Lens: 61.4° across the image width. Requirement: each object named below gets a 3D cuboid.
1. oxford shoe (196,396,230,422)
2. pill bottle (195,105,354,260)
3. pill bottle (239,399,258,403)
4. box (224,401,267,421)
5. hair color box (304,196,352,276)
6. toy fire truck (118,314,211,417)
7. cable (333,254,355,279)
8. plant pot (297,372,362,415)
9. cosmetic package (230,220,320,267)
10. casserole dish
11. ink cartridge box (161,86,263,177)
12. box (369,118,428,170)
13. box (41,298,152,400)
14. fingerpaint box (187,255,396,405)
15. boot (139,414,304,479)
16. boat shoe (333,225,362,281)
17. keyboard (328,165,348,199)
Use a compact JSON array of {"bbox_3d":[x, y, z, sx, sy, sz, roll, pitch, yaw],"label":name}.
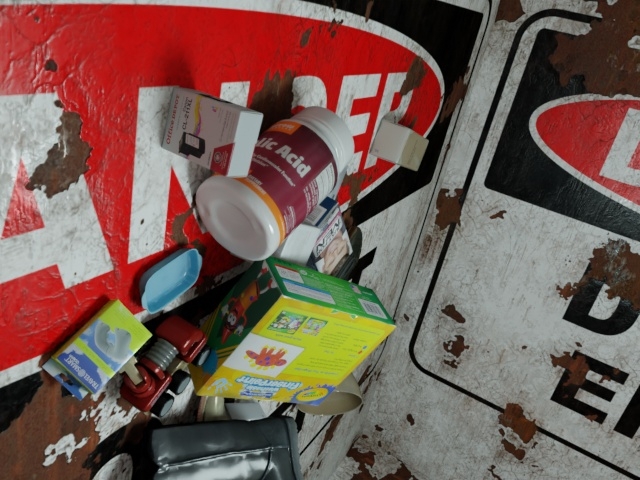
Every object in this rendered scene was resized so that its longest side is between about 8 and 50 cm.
[{"bbox_3d":[-0.283,0.596,1.639,0.140,0.147,0.396,-70,159,-67],"label":"oxford shoe"},{"bbox_3d":[-0.093,-0.153,1.306,0.392,0.224,0.224,-49,152,-37],"label":"pill bottle"},{"bbox_3d":[-0.247,0.598,1.916,0.067,0.067,0.120,-52,154,-31],"label":"pill bottle"},{"bbox_3d":[-0.270,0.639,1.804,0.130,0.091,0.170,9,108,-31],"label":"box"},{"bbox_3d":[0.000,0.000,1.804,0.174,0.105,0.347,-51,155,-15],"label":"hair color box"},{"bbox_3d":[-0.377,0.249,1.204,0.217,0.159,0.246,-54,165,-27],"label":"toy fire truck"},{"bbox_3d":[0.023,0.159,1.860,0.287,0.072,0.139,-62,159,-12],"label":"cable"},{"bbox_3d":[0.034,0.633,2.384,0.284,0.284,0.190,82,2,-52],"label":"plant pot"},{"bbox_3d":[-0.121,0.000,1.489,0.184,0.151,0.151,11,103,-66],"label":"cosmetic package"},{"bbox_3d":[-0.345,0.085,1.223,0.188,0.037,0.114,-42,148,-46],"label":"casserole dish"},{"bbox_3d":[-0.212,-0.210,1.043,0.072,0.175,0.127,-15,125,-59],"label":"ink cartridge box"},{"bbox_3d":[0.318,-0.374,2.147,0.311,0.121,0.148,-6,119,-65],"label":"box"},{"bbox_3d":[-0.437,0.215,1.065,0.109,0.042,0.178,53,56,-21],"label":"box"},{"bbox_3d":[-0.078,0.262,1.467,0.445,0.163,0.371,20,118,-42],"label":"fingerpaint box"},{"bbox_3d":[-0.254,0.665,1.446,0.445,0.367,0.146,11,147,-41],"label":"boot"},{"bbox_3d":[0.059,0.080,2.027,0.324,0.120,0.122,-64,152,-27],"label":"boat shoe"},{"bbox_3d":[0.038,-0.150,1.888,0.256,0.014,0.072,-68,163,6],"label":"keyboard"}]
